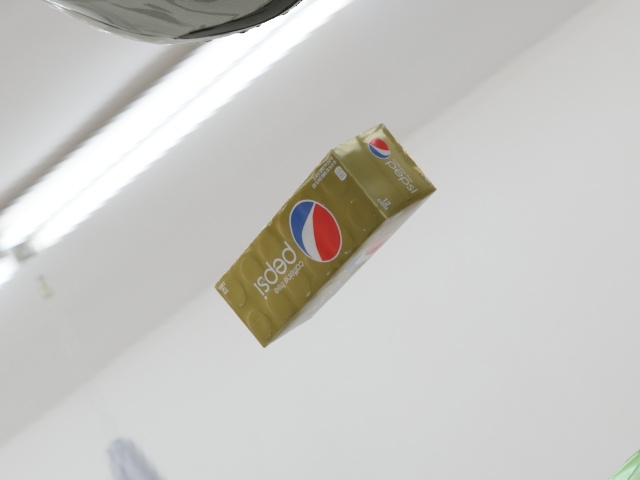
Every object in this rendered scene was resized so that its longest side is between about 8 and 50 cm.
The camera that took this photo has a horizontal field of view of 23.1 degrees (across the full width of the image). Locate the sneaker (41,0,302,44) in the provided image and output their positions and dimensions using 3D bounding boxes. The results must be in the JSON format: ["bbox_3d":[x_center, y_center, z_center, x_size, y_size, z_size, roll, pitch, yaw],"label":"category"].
[{"bbox_3d":[-0.130,-0.166,0.845,0.271,0.100,0.108,8,3,-15],"label":"sneaker"}]

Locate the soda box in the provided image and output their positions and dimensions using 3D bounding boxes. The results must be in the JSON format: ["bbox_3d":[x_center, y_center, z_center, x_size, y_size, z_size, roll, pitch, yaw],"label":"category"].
[{"bbox_3d":[0.000,0.000,1.089,0.058,0.061,0.181,-31,-12,-43],"label":"soda box"}]

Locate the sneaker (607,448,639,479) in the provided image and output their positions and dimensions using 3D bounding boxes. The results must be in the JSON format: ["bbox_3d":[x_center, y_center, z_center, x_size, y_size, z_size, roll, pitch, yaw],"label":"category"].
[{"bbox_3d":[0.132,0.128,0.340,0.185,0.202,0.483,-2,-38,-32],"label":"sneaker"}]
